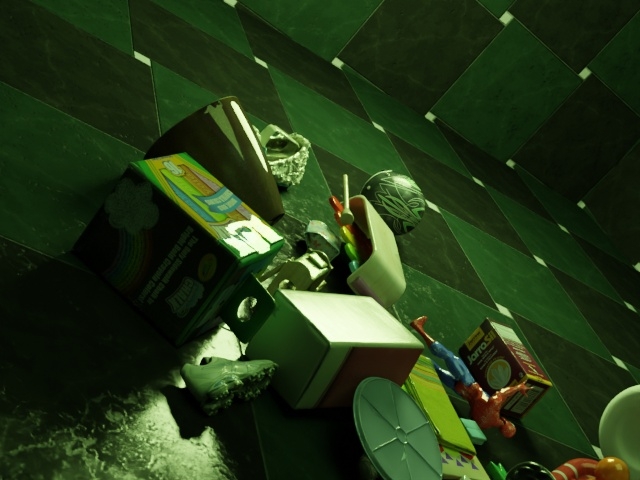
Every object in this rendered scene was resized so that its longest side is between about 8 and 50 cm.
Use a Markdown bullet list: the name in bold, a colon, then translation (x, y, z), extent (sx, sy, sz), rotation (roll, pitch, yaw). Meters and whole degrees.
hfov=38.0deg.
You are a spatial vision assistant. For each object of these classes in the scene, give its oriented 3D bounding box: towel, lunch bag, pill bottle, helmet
- **towel**: translation (0.201, 0.279, 1.651), extent (0.102, 0.021, 0.237), rotation (24, 24, -30)
- **lunch bag**: translation (0.000, 0.000, 1.954), extent (0.083, 0.053, 0.071), rotation (45, 19, -13)
- **pill bottle**: translation (0.808, 0.438, 2.082), extent (0.408, 0.229, 0.229), rotation (11, 33, -49)
- **helmet**: translation (0.173, -0.091, 2.276), extent (0.169, 0.169, 0.161), rotation (35, 4, -8)

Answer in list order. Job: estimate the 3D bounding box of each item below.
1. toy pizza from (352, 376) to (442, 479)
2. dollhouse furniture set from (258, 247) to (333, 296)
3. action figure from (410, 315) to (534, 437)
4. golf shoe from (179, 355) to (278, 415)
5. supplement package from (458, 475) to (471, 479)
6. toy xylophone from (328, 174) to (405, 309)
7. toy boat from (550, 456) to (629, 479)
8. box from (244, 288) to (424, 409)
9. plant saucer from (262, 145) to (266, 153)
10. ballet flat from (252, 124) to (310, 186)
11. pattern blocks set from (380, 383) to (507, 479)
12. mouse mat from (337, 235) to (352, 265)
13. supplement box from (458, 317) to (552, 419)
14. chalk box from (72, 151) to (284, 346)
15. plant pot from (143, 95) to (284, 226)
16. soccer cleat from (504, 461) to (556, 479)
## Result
- **toy pizza**: translation (0.112, 0.301, 1.404), extent (0.201, 0.032, 0.201), rotation (37, 33, -29)
- **dollhouse furniture set**: translation (-0.065, 0.031, 1.708), extent (0.161, 0.101, 0.182), rotation (40, 21, 8)
- **action figure**: translation (0.292, 0.264, 1.798), extent (0.139, 0.091, 0.280), rotation (-8, 48, -46)
- **golf shoe**: translation (-0.128, 0.187, 1.329), extent (0.086, 0.069, 0.176), rotation (39, 19, 22)
- **supplement package**: translation (0.212, 0.436, 1.290), extent (0.105, 0.105, 0.179), rotation (35, 21, -8)
- **toy xylophone**: translation (0.087, -0.002, 1.956), extent (0.236, 0.081, 0.322), rotation (53, 16, -20)
- **toy boat**: translation (0.490, 0.446, 1.656), extent (0.151, 0.151, 0.231), rotation (47, 22, 23)
- **box**: translation (0.024, 0.173, 1.474), extent (0.232, 0.126, 0.148), rotation (8, 26, -46)
- **plant saucer**: translation (-0.157, -0.125, 1.867), extent (0.067, 0.018, 0.192), rotation (29, 57, -21)
- **ballet flat**: translation (-0.156, -0.199, 2.012), extent (0.147, 0.147, 0.409), rotation (45, 23, 21)
- **pattern blocks set**: translation (0.189, 0.347, 1.555), extent (0.325, 0.026, 0.285), rotation (25, 24, -30)
- **mouse mat**: translation (0.101, 0.053, 2.072), extent (0.190, 0.007, 0.153), rotation (43, 21, 14)
- **supplement box**: translation (0.382, 0.265, 1.935), extent (0.081, 0.104, 0.188), rotation (22, 25, -35)
- **chalk box**: translation (-0.187, 0.028, 1.411), extent (0.289, 0.180, 0.179), rotation (42, 21, 8)
- **plant pot**: translation (-0.176, -0.112, 1.734), extent (0.230, 0.215, 0.215), rotation (55, 22, 4)
- **soccer cleat**: translation (0.404, 0.502, 1.477), extent (0.318, 0.109, 0.116), rotation (60, 7, 36)
